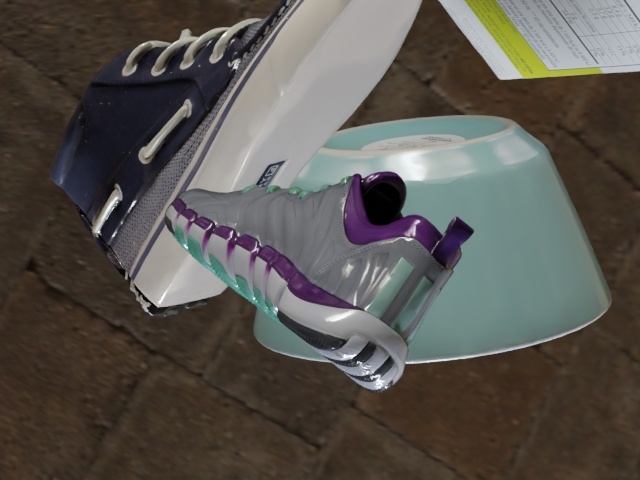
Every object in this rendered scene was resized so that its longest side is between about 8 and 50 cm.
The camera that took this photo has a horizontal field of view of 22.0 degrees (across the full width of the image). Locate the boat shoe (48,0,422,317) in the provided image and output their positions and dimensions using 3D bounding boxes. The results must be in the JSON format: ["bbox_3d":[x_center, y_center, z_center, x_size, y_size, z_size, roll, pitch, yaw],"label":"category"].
[{"bbox_3d":[-0.073,-0.112,1.154,0.340,0.158,0.127,-53,159,26],"label":"boat shoe"}]

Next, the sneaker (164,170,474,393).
[{"bbox_3d":[0.000,0.000,0.874,0.098,0.224,0.083,-52,126,-4],"label":"sneaker"}]

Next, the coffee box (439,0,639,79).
[{"bbox_3d":[0.264,-0.382,1.481,0.338,0.334,0.337,49,67,-24],"label":"coffee box"}]

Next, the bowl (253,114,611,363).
[{"bbox_3d":[0.087,-0.014,1.412,0.312,0.311,0.163,-13,104,-28],"label":"bowl"}]
